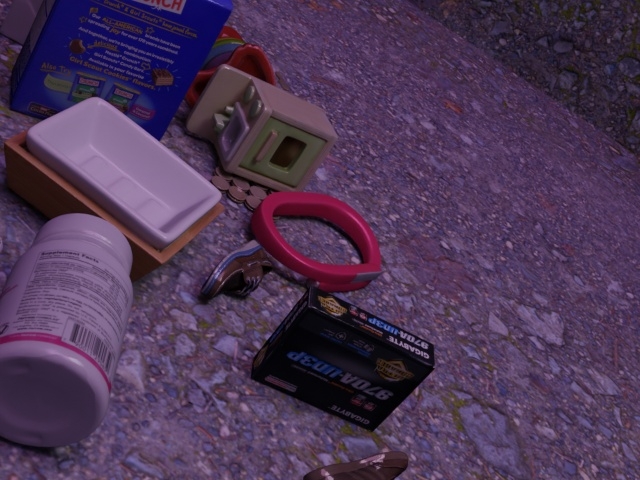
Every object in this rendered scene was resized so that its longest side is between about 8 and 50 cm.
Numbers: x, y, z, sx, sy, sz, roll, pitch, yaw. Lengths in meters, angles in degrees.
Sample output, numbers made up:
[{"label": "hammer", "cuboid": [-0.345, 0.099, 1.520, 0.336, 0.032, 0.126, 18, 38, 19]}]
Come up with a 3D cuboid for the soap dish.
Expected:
[{"label": "soap dish", "cuboid": [-0.316, -0.079, 1.482, 0.290, 0.118, 0.229, 37, 30, 1]}]

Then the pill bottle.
[{"label": "pill bottle", "cuboid": [-0.321, 0.100, 1.190, 0.160, 0.160, 0.283, 26, 32, -18]}]

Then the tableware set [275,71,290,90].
[{"label": "tableware set", "cuboid": [-0.121, -0.302, 2.063, 0.128, 0.039, 0.194, -2, 40, -26]}]

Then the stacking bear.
[{"label": "stacking bear", "cuboid": [-0.190, -0.348, 1.950, 0.164, 0.175, 0.289, 59, 5, -33]}]

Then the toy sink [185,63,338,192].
[{"label": "toy sink", "cuboid": [-0.112, -0.202, 1.802, 0.234, 0.153, 0.131, 21, 26, -31]}]

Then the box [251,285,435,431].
[{"label": "box", "cuboid": [0.033, 0.180, 1.429, 0.220, 0.175, 0.051, 27, 34, -17]}]

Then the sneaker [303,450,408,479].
[{"label": "sneaker", "cuboid": [0.056, 0.347, 1.353, 0.188, 0.066, 0.071, -1, 64, -40]}]

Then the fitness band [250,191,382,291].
[{"label": "fitness band", "cuboid": [0.000, 0.000, 1.756, 0.290, 0.054, 0.209, 1, 47, -47]}]

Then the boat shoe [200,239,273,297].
[{"label": "boat shoe", "cuboid": [-0.126, 0.053, 1.547, 0.066, 0.066, 0.183, 41, 31, 5]}]

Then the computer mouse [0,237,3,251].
[{"label": "computer mouse", "cuboid": [-0.508, -0.029, 1.296, 0.193, 0.042, 0.106, 42, 26, 19]}]

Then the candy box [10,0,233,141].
[{"label": "candy box", "cuboid": [-0.337, -0.332, 1.608, 0.268, 0.317, 0.122, 16, 36, -31]}]

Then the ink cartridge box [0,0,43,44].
[{"label": "ink cartridge box", "cuboid": [-0.455, -0.468, 1.869, 0.207, 0.119, 0.353, 27, 32, -14]}]

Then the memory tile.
[{"label": "memory tile", "cuboid": [-0.135, -0.095, 1.794, 0.148, 0.012, 0.113, 30, 31, -13]}]
